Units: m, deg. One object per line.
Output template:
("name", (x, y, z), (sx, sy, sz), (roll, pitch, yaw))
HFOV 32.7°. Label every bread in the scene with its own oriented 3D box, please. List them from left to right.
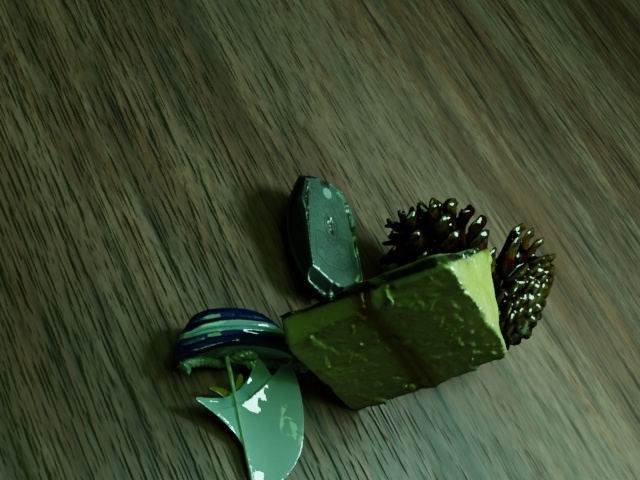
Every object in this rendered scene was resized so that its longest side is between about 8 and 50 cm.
("bread", (0.097, 0.076, 1.506), (0.236, 0.263, 0.198), (42, 31, -50))

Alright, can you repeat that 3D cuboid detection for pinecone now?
("pinecone", (0.226, 0.046, 1.722), (0.292, 0.246, 0.246), (39, 39, 13))

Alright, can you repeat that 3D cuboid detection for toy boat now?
("toy boat", (-0.080, 0.226, 1.455), (0.220, 0.067, 0.291), (5, 54, -36))

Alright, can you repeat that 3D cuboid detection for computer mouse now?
("computer mouse", (-0.003, 0.001, 1.717), (0.126, 0.071, 0.231), (18, 53, -44))
